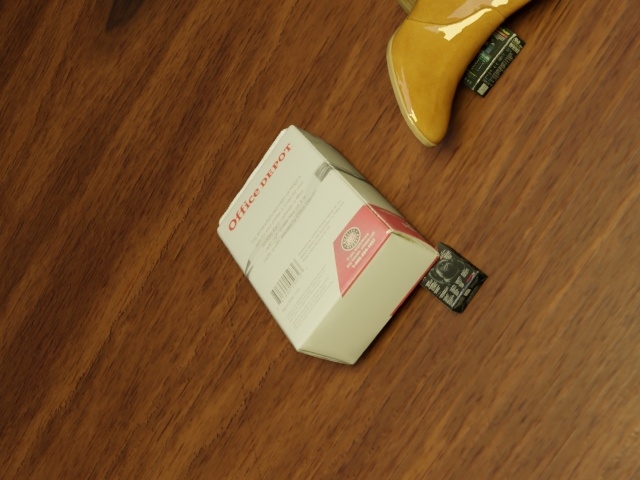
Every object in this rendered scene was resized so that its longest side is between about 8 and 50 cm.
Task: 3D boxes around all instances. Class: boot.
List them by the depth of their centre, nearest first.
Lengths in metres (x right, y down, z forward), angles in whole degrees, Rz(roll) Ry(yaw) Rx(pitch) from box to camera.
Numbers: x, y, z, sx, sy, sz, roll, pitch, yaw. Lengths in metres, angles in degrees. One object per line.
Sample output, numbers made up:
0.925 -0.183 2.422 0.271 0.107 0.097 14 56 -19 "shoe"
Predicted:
0.196 -0.280 1.086 0.211 0.104 0.295 -18 63 32 "boot"

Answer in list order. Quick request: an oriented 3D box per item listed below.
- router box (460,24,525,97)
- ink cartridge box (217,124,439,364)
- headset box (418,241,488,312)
0.207 -0.268 1.166 0.092 0.038 0.122 -53 53 15 "router box"
0.000 0.000 1.187 0.207 0.117 0.283 -53 45 15 "ink cartridge box"
0.168 0.046 1.118 0.083 0.032 0.062 41 104 38 "headset box"
